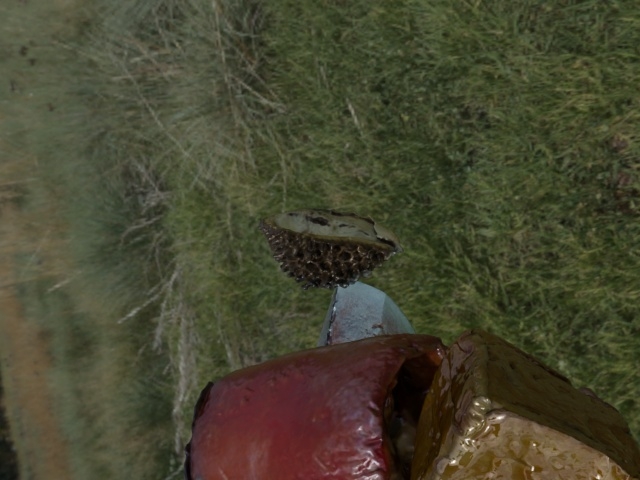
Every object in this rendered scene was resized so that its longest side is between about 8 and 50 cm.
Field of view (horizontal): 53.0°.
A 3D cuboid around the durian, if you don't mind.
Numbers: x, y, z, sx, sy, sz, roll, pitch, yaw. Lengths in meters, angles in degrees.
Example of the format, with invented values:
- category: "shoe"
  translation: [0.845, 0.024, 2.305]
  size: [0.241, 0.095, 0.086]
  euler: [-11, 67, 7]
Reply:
- category: "durian"
  translation: [0.002, 0.007, 0.528]
  size: [0.130, 0.066, 0.052]
  euler: [13, 124, 27]

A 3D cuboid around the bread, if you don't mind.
- category: "bread"
  translation: [0.168, 0.178, 0.558]
  size: [0.149, 0.158, 0.143]
  euler: [-74, 10, -65]

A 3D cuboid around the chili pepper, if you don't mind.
- category: "chili pepper"
  translation: [0.016, 0.237, 0.709]
  size: [0.305, 0.229, 0.251]
  euler: [-27, 32, 38]

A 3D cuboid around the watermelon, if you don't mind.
- category: "watermelon"
  translation: [0.081, 0.256, 1.250]
  size: [0.290, 0.214, 0.319]
  euler: [39, 124, 13]
